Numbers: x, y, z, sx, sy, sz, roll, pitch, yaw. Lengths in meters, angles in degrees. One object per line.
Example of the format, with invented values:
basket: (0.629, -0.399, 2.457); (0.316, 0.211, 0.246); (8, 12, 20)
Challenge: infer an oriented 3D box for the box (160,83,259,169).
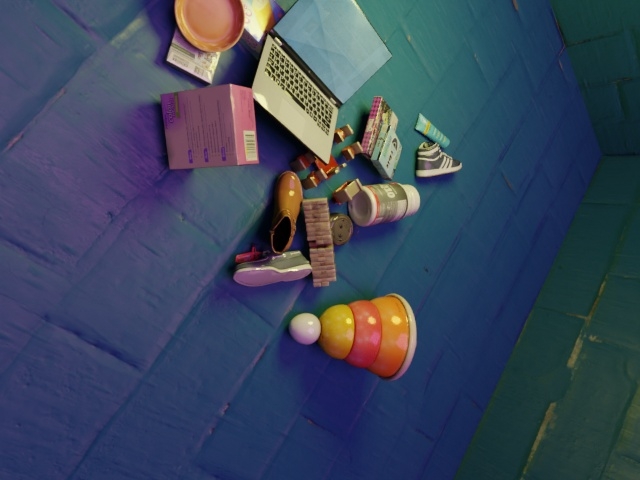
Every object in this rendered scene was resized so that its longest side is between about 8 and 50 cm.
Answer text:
box: (-0.317, -0.320, 1.209); (0.117, 0.242, 0.214); (-29, 117, -65)

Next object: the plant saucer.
plant saucer: (-0.320, -0.655, 1.213); (0.199, 0.037, 0.200); (-10, 120, -18)

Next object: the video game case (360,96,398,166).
video game case: (0.241, -0.429, 1.704); (0.210, 0.041, 0.232); (19, 85, -61)

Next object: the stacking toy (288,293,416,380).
stacking toy: (0.102, 0.357, 1.660); (0.478, 0.350, 0.352); (11, 90, -18)

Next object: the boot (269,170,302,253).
boot: (-0.124, -0.095, 1.412); (0.108, 0.220, 0.284); (14, 97, -3)

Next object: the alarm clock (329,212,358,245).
alarm clock: (0.085, -0.044, 1.682); (0.191, 0.064, 0.130); (3, 95, -40)

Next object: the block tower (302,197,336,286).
block tower: (0.000, 0.000, 1.569); (0.090, 0.097, 0.336); (-5, 111, 3)

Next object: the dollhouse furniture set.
dollhouse furniture set: (0.038, -0.268, 1.593); (0.262, 0.135, 0.259); (-41, 108, -25)

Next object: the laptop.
laptop: (0.021, -0.535, 1.348); (0.381, 0.236, 0.409); (34, 57, -42)

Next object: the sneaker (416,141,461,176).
sneaker: (0.558, -0.391, 1.959); (0.282, 0.099, 0.153); (-16, 108, -31)

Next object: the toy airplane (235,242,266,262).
toy airplane: (-0.239, 0.083, 1.476); (0.151, 0.028, 0.152); (-9, 104, -42)

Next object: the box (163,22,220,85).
box: (-0.374, -0.591, 1.266); (0.145, 0.038, 0.187); (18, 87, -37)

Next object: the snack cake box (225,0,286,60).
snack cake box: (-0.236, -0.726, 1.317); (0.264, 0.089, 0.152); (37, 74, -35)

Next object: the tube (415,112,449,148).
tube: (0.517, -0.502, 1.948); (0.207, 0.052, 0.080); (27, 70, -31)

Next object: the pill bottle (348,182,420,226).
pill bottle: (0.268, -0.155, 1.737); (0.283, 0.161, 0.162); (-11, 104, -36)

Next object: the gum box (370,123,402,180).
gum box: (0.271, -0.353, 1.702); (0.184, 0.041, 0.157); (35, 72, -59)

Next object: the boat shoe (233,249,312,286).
boat shoe: (-0.174, 0.089, 1.477); (0.319, 0.116, 0.099); (-1, 57, -41)
